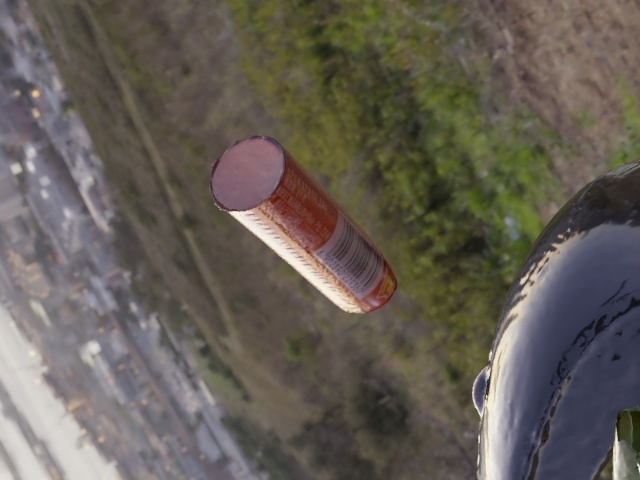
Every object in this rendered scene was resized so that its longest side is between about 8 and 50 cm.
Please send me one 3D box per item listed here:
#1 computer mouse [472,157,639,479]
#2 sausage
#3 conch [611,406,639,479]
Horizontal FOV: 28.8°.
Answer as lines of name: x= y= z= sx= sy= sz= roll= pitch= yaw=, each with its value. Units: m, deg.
computer mouse: x=0.172 y=0.052 z=0.823 sx=0.100 sy=0.170 sz=0.269 roll=26 pitch=112 yaw=2
sausage: x=0.000 y=0.000 z=0.518 sx=0.034 sy=0.034 sz=0.129 roll=45 pitch=-178 yaw=36
conch: x=0.130 y=0.171 z=0.495 sx=0.095 sy=0.080 sz=0.200 roll=36 pitch=133 yaw=37
